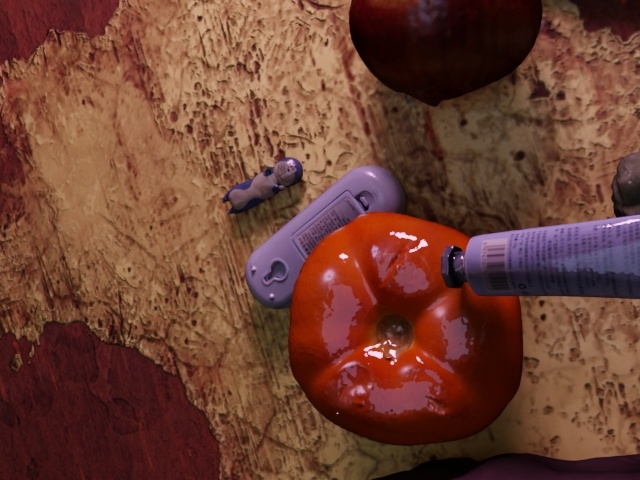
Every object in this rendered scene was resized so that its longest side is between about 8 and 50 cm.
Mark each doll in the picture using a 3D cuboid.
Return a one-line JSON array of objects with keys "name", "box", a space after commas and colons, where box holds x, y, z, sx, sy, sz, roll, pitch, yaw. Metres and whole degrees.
[{"name": "doll", "box": [-0.074, -0.068, 0.967, 0.125, 0.027, 0.037, -27, 92, 25]}]

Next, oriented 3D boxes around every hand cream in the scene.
[{"name": "hand cream", "box": [0.223, 0.020, 0.640, 0.256, 0.055, 0.088, -5, 93, 37]}]

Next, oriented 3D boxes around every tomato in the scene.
[{"name": "tomato", "box": [0.093, 0.092, 0.819, 0.260, 0.180, 0.259, 0, 89, 16]}]

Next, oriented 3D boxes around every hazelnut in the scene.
[{"name": "hazelnut", "box": [0.119, -0.237, 0.799, 0.170, 0.160, 0.202, -62, 33, 6]}]

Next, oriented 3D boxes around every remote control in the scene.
[{"name": "remote control", "box": [0.000, 0.000, 0.930, 0.244, 0.047, 0.087, -39, 82, 26]}]

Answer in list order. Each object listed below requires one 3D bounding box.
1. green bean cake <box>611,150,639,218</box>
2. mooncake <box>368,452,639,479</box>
[{"name": "green bean cake", "box": [0.347, -0.002, 0.686, 0.094, 0.183, 0.185, -15, 91, 43]}, {"name": "mooncake", "box": [0.197, 0.317, 0.729, 0.381, 0.350, 0.212, -9, 83, 16]}]
